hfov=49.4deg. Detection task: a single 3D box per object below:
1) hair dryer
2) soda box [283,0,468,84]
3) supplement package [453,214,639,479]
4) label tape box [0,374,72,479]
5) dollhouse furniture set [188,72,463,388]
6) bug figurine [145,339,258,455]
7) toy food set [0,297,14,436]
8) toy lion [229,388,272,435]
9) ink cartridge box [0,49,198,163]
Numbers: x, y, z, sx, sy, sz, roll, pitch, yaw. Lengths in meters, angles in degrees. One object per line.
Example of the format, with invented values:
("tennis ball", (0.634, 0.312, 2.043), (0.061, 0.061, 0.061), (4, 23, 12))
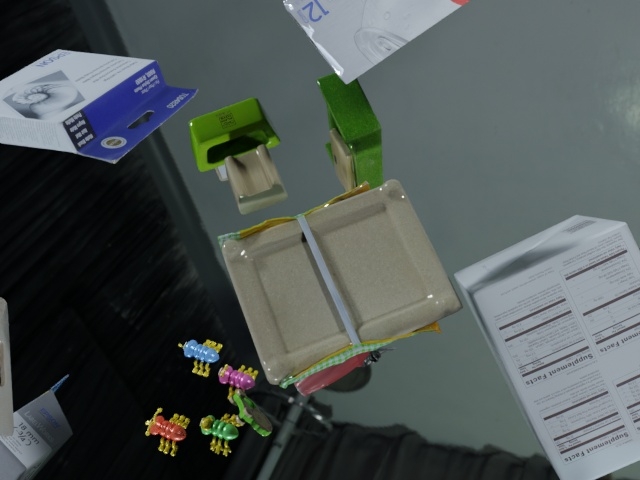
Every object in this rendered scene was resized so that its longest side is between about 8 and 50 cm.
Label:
("hair dryer", (0.074, 0.254, 1.482), (0.080, 0.294, 0.223), (49, 143, 32))
("soda box", (0.106, -0.252, 0.544), (0.286, 0.098, 0.091), (-31, 126, 19))
("supplement package", (0.326, 0.129, 0.897), (0.198, 0.199, 0.262), (-26, 92, 6))
("label tape box", (-0.586, 0.419, 1.286), (0.106, 0.334, 0.240), (44, 107, 2))
("dollhouse furniture set", (0.000, 0.000, 0.737), (0.198, 0.301, 0.151), (-21, 156, -5))
("bug figurine", (-0.264, 0.352, 1.576), (0.216, 0.279, 0.072), (13, 152, 12))
("toy food set", (-0.623, 0.212, 1.032), (0.306, 0.219, 0.092), (-11, 157, -7))
("toy lion", (-0.147, 0.383, 1.528), (0.034, 0.100, 0.096), (-46, 124, 7))
("ink cartridge box", (-0.306, -0.183, 0.897), (0.224, 0.223, 0.045), (10, 126, 15))
